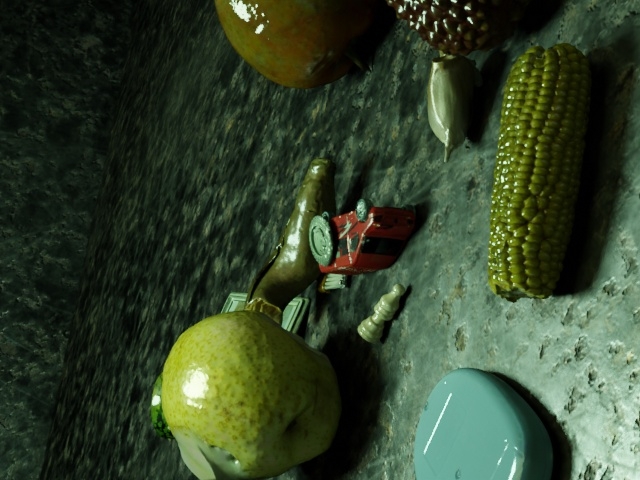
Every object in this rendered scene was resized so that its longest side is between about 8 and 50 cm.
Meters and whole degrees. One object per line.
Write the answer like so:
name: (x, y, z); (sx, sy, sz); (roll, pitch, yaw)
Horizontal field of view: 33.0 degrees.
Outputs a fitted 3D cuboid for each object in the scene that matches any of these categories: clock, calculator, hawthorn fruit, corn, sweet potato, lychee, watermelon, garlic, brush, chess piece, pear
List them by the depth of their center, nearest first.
calculator: (0.174, 0.251, 1.169); (0.188, 0.042, 0.302); (-67, 20, 13)
corn: (0.238, -0.087, 1.179); (0.101, 0.102, 0.310); (-22, 53, 63)
lychee: (0.173, -0.369, 1.369); (0.236, 0.236, 0.271); (-39, 66, 54)
garlic: (0.169, -0.181, 1.435); (0.066, 0.084, 0.152); (5, 98, 38)
chess piece: (0.089, 0.097, 1.493); (0.092, 0.035, 0.035); (-57, 27, 26)
pear: (-0.097, 0.224, 1.557); (0.271, 0.271, 0.271); (-48, 34, 47)
clock: (0.000, 0.000, 1.598); (0.083, 0.010, 0.074); (-145, 53, -61)
sweet potato: (-0.032, 0.008, 1.707); (0.085, 0.112, 0.285); (30, 98, 24)
brush: (-0.019, 0.051, 1.801); (0.314, 0.017, 0.090); (-16, 57, 65)
hawthorn fruit: (-0.027, -0.382, 1.816); (0.268, 0.301, 0.268); (-39, -2, -2)
watermelon: (-0.297, 0.330, 2.226); (0.069, 0.087, 0.163); (2, 76, 29)

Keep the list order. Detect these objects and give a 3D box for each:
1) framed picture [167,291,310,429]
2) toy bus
framed picture: (-0.140, 0.207, 1.807); (0.217, 0.017, 0.274); (0, 59, 46)
toy bus: (0.063, -0.003, 1.563); (0.195, 0.081, 0.089); (162, 112, -64)
